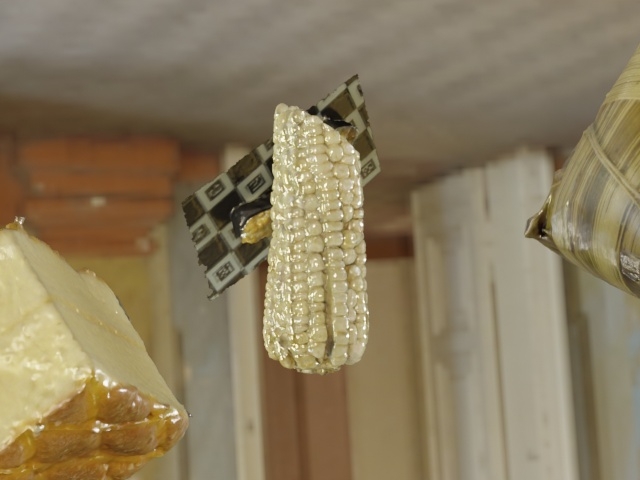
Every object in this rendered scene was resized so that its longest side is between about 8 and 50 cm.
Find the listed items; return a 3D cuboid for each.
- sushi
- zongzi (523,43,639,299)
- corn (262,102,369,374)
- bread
[{"bbox_3d":[-0.024,-0.035,1.656,0.201,0.031,0.139,-38,145,-16],"label":"sushi"},{"bbox_3d":[0.342,-0.082,1.778,0.134,0.288,0.286,24,-176,-29],"label":"zongzi"},{"bbox_3d":[0.000,0.000,1.523,0.087,0.211,0.087,4,179,0],"label":"corn"},{"bbox_3d":[-0.307,0.160,1.829,0.279,0.207,0.279,-35,161,1],"label":"bread"}]
